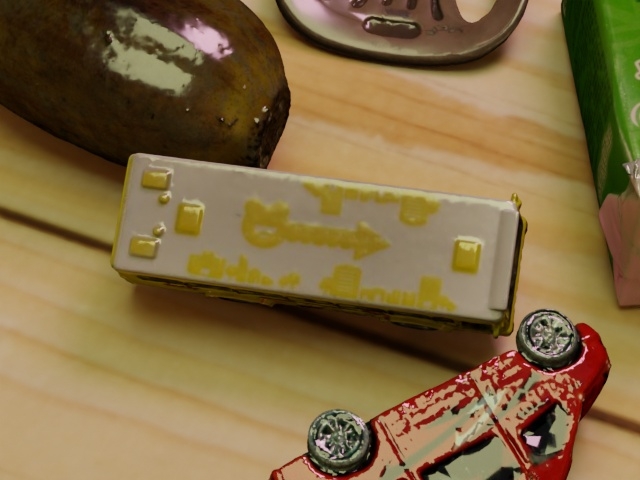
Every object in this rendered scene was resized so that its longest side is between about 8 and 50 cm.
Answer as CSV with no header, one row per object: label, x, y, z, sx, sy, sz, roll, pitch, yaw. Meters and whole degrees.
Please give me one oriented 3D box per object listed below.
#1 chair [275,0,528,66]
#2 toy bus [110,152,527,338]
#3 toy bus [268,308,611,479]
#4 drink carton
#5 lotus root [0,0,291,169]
chair,0.079,-0.296,1.033,0.175,0.183,0.326,9,51,10
toy bus,0.000,0.000,0.852,0.226,0.074,0.081,9,80,9
toy bus,0.071,0.114,0.775,0.195,0.081,0.089,-24,65,-17
drink carton,0.236,-0.097,0.916,0.161,0.108,0.271,-3,51,-1
lotus root,-0.128,-0.117,0.935,0.241,0.123,0.124,23,64,21
